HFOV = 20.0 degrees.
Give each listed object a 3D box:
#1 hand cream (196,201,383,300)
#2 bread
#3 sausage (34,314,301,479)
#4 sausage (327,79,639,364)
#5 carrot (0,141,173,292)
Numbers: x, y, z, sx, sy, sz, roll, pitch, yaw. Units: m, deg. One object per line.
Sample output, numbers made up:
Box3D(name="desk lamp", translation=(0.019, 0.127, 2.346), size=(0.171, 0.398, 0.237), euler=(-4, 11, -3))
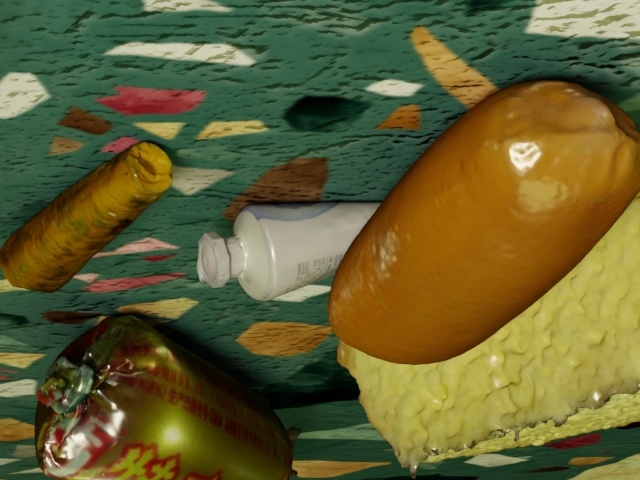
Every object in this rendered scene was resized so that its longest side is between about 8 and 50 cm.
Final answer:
Box3D(name="hand cream", translation=(0.000, 0.000, 1.007), size=(0.142, 0.053, 0.084), euler=(-11, 167, -27))
Box3D(name="bread", translation=(0.140, 0.048, 1.032), size=(0.134, 0.129, 0.260), euler=(-1, 163, -43))
Box3D(name="sausage", translation=(-0.113, 0.125, 1.243), size=(0.125, 0.117, 0.317), euler=(-39, 156, 2))
Box3D(name="sausage", translation=(0.077, -0.005, 0.900), size=(0.098, 0.098, 0.238), euler=(5, 154, -22))
Box3D(name="carrot", translation=(-0.124, -0.010, 0.957), size=(0.042, 0.042, 0.171), euler=(9, 156, -31))
